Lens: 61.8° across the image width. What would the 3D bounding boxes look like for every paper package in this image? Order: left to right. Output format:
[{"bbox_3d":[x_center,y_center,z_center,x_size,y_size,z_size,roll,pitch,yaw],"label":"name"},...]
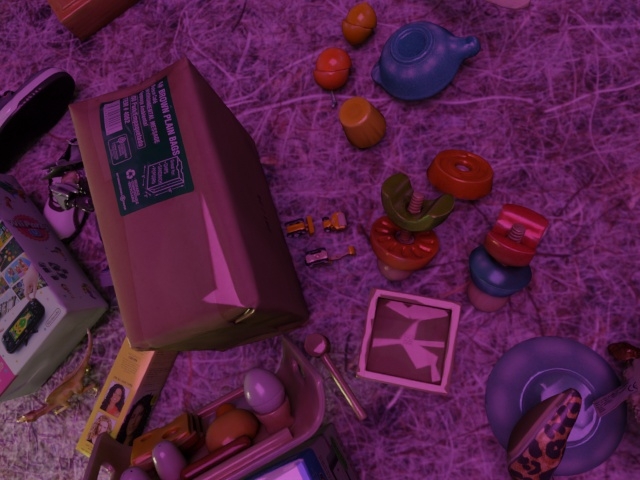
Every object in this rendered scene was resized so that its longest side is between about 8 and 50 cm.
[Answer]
[{"bbox_3d":[-0.159,-0.021,0.738,0.168,0.309,0.325,-19,77,5],"label":"paper package"}]

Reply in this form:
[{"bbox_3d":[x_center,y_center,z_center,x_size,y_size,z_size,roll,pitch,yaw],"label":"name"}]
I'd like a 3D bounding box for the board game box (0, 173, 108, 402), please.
[{"bbox_3d":[-0.517,0.071,0.866,0.224,0.097,0.303,-46,75,13],"label":"board game box"}]

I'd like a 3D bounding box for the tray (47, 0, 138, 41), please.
[{"bbox_3d":[-0.340,-0.575,0.985,0.410,0.076,0.203,-35,77,1],"label":"tray"}]

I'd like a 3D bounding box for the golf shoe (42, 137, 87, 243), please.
[{"bbox_3d":[-0.436,-0.087,0.906,0.077,0.094,0.198,21,86,11],"label":"golf shoe"}]

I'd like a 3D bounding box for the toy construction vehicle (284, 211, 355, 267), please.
[{"bbox_3d":[0.000,0.000,0.853,0.098,0.035,0.086,-17,67,3],"label":"toy construction vehicle"}]

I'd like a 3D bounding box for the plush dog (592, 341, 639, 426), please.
[{"bbox_3d":[0.509,0.215,0.673,0.225,0.210,0.263,35,84,-6],"label":"plush dog"}]

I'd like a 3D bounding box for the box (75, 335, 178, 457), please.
[{"bbox_3d":[-0.286,0.219,0.832,0.058,0.087,0.233,21,85,14],"label":"box"}]

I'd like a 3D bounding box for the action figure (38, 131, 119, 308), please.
[{"bbox_3d":[-0.324,-0.043,0.850,0.099,0.185,0.285,-24,92,35],"label":"action figure"}]

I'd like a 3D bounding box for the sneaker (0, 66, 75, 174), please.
[{"bbox_3d":[-0.592,-0.236,0.947,0.295,0.124,0.178,-44,86,1],"label":"sneaker"}]

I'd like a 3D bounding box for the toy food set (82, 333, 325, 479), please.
[{"bbox_3d":[-0.154,0.231,0.701,0.305,0.219,0.093,-25,101,-13],"label":"toy food set"}]

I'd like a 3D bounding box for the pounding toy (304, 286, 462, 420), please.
[{"bbox_3d":[0.084,0.164,0.775,0.205,0.094,0.181,9,81,11],"label":"pounding toy"}]

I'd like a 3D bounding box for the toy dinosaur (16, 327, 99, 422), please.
[{"bbox_3d":[-0.389,0.225,0.843,0.053,0.092,0.183,39,88,13],"label":"toy dinosaur"}]

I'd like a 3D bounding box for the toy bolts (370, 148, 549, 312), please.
[{"bbox_3d":[0.208,-0.003,0.792,0.228,0.159,0.218,30,46,23],"label":"toy bolts"}]

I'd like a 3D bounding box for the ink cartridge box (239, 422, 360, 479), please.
[{"bbox_3d":[-0.041,0.378,0.669,0.197,0.270,0.198,-28,77,2],"label":"ink cartridge box"}]

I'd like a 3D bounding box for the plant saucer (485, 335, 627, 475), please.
[{"bbox_3d":[0.334,0.233,0.753,0.194,0.037,0.195,-1,80,8],"label":"plant saucer"}]

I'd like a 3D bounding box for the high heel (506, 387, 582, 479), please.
[{"bbox_3d":[0.321,0.320,0.679,0.186,0.093,0.261,29,117,18],"label":"high heel"}]

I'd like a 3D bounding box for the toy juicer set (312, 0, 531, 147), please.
[{"bbox_3d":[0.137,-0.316,0.861,0.329,0.089,0.209,-37,64,10],"label":"toy juicer set"}]
